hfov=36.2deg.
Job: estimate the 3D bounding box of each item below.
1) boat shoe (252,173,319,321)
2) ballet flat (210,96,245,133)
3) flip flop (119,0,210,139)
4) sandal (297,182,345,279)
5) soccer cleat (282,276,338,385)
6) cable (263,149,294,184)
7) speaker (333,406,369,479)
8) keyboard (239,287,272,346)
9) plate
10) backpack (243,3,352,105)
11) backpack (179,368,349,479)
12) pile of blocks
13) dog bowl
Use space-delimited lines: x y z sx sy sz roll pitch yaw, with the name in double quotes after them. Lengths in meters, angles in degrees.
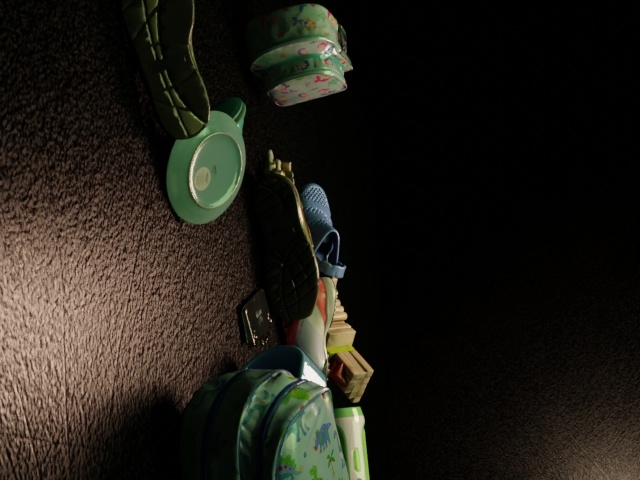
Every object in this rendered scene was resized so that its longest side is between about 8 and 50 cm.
-0.066 0.011 2.148 0.120 0.122 0.324 -51 134 -81 "boat shoe"
-0.183 -0.166 1.712 0.247 0.083 0.087 -69 151 -57 "ballet flat"
-0.234 -0.290 1.479 0.080 0.112 0.277 -144 -142 -67 "flip flop"
0.000 0.000 2.396 0.126 0.138 0.318 11 62 -34 "sandal"
-0.040 0.237 2.254 0.108 0.116 0.319 -145 -119 -66 "soccer cleat"
-0.101 -0.071 2.278 0.139 0.072 0.287 -119 -151 -68 "cable"
0.061 0.570 2.455 0.131 0.131 0.297 40 44 -76 "speaker"
-0.128 0.165 1.964 0.180 0.023 0.108 -47 122 -76 "keyboard"
-0.177 -0.115 1.589 0.188 0.024 0.188 -29 128 -47 "plate"
-0.054 -0.425 2.230 0.253 0.225 0.191 44 35 -69 "backpack"
-0.083 0.366 1.479 0.290 0.273 0.356 -22 92 -54 "backpack"
0.001 0.235 2.450 0.149 0.112 0.362 -46 -124 43 "pile of blocks"
-0.084 0.296 1.738 0.297 0.165 0.074 -82 151 -57 "dog bowl"
